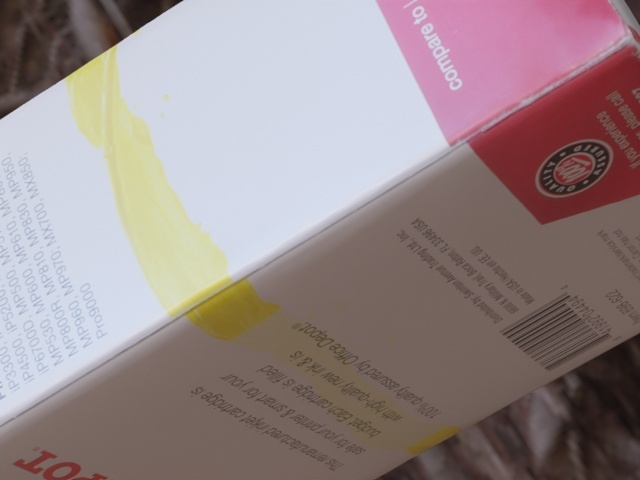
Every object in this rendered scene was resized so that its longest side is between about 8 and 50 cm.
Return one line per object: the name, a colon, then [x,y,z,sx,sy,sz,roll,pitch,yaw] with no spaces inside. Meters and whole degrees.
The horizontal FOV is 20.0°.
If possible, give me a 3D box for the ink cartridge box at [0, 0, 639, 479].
ink cartridge box: [0.000,0.000,0.925,0.384,0.160,0.279,-31,-29,12]
